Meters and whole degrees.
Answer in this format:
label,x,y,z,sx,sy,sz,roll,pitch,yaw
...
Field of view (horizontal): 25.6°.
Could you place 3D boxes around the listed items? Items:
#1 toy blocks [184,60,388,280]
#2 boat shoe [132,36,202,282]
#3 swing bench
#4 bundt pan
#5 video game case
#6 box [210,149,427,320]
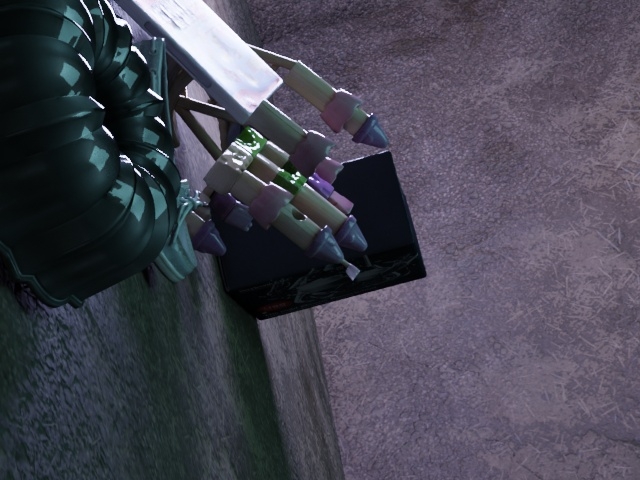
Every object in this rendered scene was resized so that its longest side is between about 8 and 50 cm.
label,x,y,z,sx,sy,sz,roll,pitch,yaw
toy blocks,-0.036,-0.060,2.132,0.260,0.309,0.288,38,25,-4
boat shoe,-0.214,-0.104,1.850,0.118,0.103,0.320,16,58,-85
swing bench,-0.168,-0.249,2.364,0.255,0.165,0.253,33,29,-29
bundt pan,-0.230,-0.108,1.323,0.331,0.124,0.330,-18,90,-79
video game case,-0.190,-0.315,2.203,0.285,0.025,0.204,44,25,-6
box,0.000,0.000,2.579,0.312,0.343,0.179,56,19,-74
